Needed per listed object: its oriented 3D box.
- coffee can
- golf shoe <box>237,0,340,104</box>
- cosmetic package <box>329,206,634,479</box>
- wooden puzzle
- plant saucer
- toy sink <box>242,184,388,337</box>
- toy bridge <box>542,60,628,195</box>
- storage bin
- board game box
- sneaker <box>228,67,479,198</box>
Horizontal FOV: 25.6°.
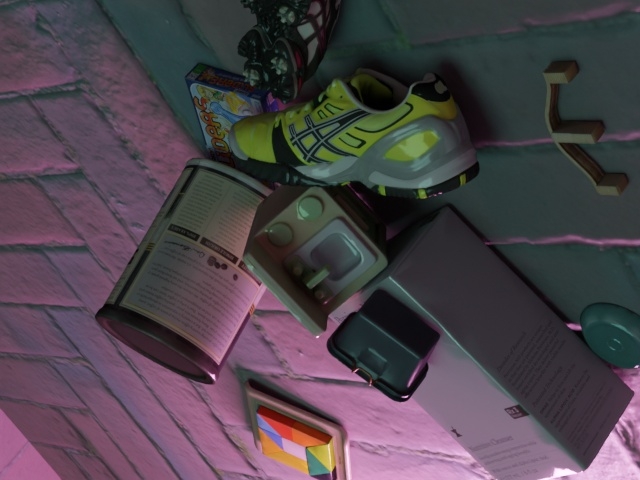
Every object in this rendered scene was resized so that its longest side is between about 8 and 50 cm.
[{"bbox_3d":[-0.178,0.046,2.083,0.201,0.275,0.201,27,164,8],"label":"coffee can"},{"bbox_3d":[-0.033,-0.294,1.691,0.105,0.120,0.273,35,147,17],"label":"golf shoe"},{"bbox_3d":[0.219,0.156,1.966,0.385,0.156,0.217,42,150,-6],"label":"cosmetic package"},{"bbox_3d":[-0.044,0.382,2.653,0.238,0.044,0.221,25,147,23],"label":"wooden puzzle"},{"bbox_3d":[0.397,0.133,1.878,0.119,0.021,0.119,27,148,19],"label":"plant saucer"},{"bbox_3d":[0.000,0.000,1.910,0.131,0.234,0.153,-40,102,15],"label":"toy sink"},{"bbox_3d":[0.299,-0.126,1.638,0.063,0.026,0.188,6,137,46],"label":"toy bridge"},{"bbox_3d":[0.086,0.136,1.854,0.135,0.098,0.091,36,139,8],"label":"storage bin"},{"bbox_3d":[-0.112,-0.154,2.030,0.136,0.035,0.201,20,144,29],"label":"board game box"},{"bbox_3d":[0.036,-0.151,1.812,0.384,0.145,0.147,5,115,38],"label":"sneaker"}]
